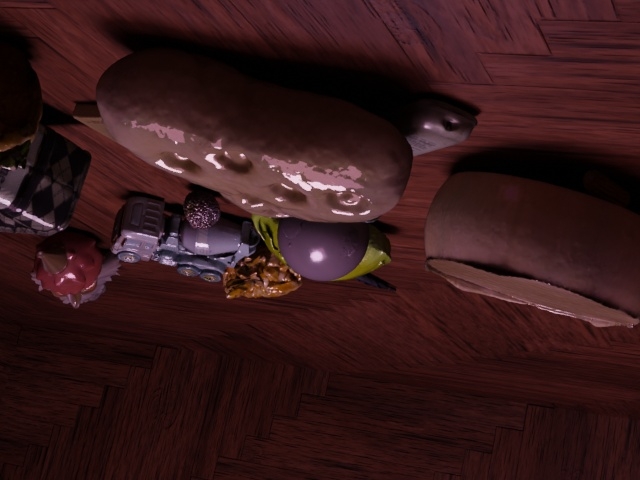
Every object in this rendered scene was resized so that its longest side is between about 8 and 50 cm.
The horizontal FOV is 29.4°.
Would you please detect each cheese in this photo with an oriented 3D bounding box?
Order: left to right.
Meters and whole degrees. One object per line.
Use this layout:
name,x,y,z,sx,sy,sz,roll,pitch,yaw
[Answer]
cheese,-0.067,-0.129,1.497,0.328,0.130,0.351,3,159,47

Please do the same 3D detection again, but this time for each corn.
corn,0.376,-0.066,1.609,0.037,0.037,0.092,0,160,41

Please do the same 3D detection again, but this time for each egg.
egg,0.004,-0.009,1.923,0.146,0.147,0.199,11,173,4

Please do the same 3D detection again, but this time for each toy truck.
toy truck,-0.250,-0.011,2.260,0.256,0.108,0.140,14,154,-14

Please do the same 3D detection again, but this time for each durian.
durian,0.000,0.000,2.091,0.250,0.101,0.139,13,133,-2

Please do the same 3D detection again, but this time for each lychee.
lychee,-0.207,-0.054,2.107,0.067,0.068,0.083,28,156,21

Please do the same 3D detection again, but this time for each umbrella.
umbrella,0.073,0.073,2.436,0.269,0.044,0.044,24,-170,-43

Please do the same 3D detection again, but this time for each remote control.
remote control,0.090,-0.131,1.593,0.090,0.038,0.309,18,166,-24

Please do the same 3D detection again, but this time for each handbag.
handbag,-0.598,-0.160,1.832,0.316,0.180,0.416,2,157,46

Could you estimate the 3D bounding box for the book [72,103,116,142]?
book,-0.238,-0.150,1.835,0.161,0.026,0.231,4,164,33

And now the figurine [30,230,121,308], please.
figurine,-0.551,0.068,2.711,0.207,0.166,0.387,-4,170,-4

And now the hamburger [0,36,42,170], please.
hamburger,-0.448,-0.184,1.566,0.183,0.206,0.130,15,130,-14

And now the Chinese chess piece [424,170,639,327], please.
Chinese chess piece,0.309,0.015,1.693,0.338,0.141,0.338,16,173,2

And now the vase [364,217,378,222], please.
vase,-0.007,-0.079,1.815,0.214,0.086,0.086,8,166,37

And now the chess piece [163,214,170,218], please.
chess piece,-0.320,-0.029,2.376,0.083,0.038,0.084,11,168,2

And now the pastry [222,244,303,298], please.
pastry,-0.122,0.061,2.371,0.154,0.103,0.250,-3,178,-17
